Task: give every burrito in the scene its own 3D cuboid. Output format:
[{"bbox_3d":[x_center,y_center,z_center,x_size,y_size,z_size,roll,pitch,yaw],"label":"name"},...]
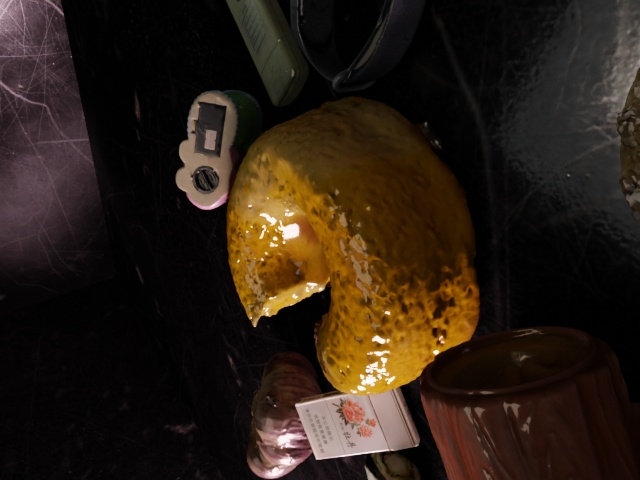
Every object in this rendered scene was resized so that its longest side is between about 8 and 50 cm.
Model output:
[{"bbox_3d":[0.148,0.482,0.797,0.144,0.089,0.228,-162,57,-69],"label":"burrito"}]

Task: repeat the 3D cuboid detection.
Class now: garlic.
[{"bbox_3d":[-0.060,0.354,0.947,0.245,0.161,0.244,-162,90,-83],"label":"garlic"}]

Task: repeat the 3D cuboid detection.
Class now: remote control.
[{"bbox_3d":[-0.088,-0.326,0.717,0.098,0.038,0.233,-37,76,57],"label":"remote control"}]

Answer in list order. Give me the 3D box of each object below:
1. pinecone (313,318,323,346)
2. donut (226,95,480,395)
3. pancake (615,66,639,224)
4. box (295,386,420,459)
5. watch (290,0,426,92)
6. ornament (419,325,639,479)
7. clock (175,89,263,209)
[{"bbox_3d":[0.021,0.169,0.810,0.083,0.077,0.077,27,130,47],"label":"pinecone"},{"bbox_3d":[0.000,0.000,0.658,0.435,0.164,0.377,22,125,51],"label":"donut"},{"bbox_3d":[0.316,-0.053,0.247,0.282,0.049,0.282,33,134,43],"label":"pancake"},{"bbox_3d":[0.058,0.305,0.788,0.198,0.029,0.109,-22,90,28],"label":"box"},{"bbox_3d":[0.037,-0.277,0.530,0.193,0.068,0.206,39,136,40],"label":"watch"},{"bbox_3d":[0.211,0.211,0.439,0.221,0.235,0.217,-17,91,34],"label":"ornament"},{"bbox_3d":[-0.152,-0.157,0.800,0.100,0.195,0.193,14,102,9],"label":"clock"}]
